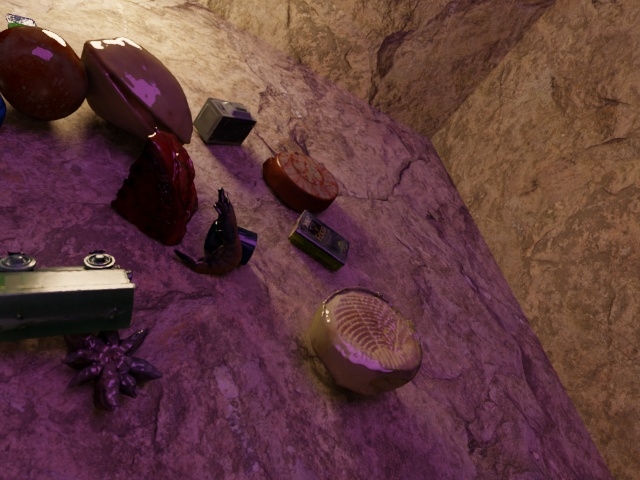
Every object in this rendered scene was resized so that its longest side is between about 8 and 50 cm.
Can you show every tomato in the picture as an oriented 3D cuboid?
[{"bbox_3d":[-0.815,-0.495,1.376,0.223,0.270,0.270,-16,54,-9],"label":"tomato"}]

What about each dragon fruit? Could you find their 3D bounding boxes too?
[{"bbox_3d":[-0.430,-0.188,1.451,0.228,0.286,0.329,35,24,-3],"label":"dragon fruit"}]

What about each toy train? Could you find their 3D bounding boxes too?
[{"bbox_3d":[-0.553,0.113,0.998,0.301,0.120,0.202,0,26,-35],"label":"toy train"}]

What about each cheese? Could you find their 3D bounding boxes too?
[{"bbox_3d":[-0.982,-0.660,1.588,0.204,0.083,0.320,-8,59,-48],"label":"cheese"}]

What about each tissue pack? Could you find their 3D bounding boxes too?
[{"bbox_3d":[0.000,0.000,1.828,0.236,0.073,0.173,36,31,-9],"label":"tissue pack"}]

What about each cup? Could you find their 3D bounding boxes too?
[{"bbox_3d":[-0.288,0.014,1.477,0.138,0.113,0.150,23,35,-23],"label":"cup"}]

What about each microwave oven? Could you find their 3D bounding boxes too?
[{"bbox_3d":[-0.391,-0.487,1.927,0.122,0.162,0.208,52,30,16],"label":"microwave oven"}]

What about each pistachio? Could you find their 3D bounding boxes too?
[{"bbox_3d":[-0.619,-0.486,1.583,0.445,0.281,0.365,50,1,-12],"label":"pistachio"}]

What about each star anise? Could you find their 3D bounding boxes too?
[{"bbox_3d":[-0.457,0.267,1.017,0.229,0.093,0.236,21,35,-27],"label":"star anise"}]

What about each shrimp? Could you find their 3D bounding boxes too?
[{"bbox_3d":[-0.339,-0.022,1.382,0.198,0.261,0.051,-9,12,-19],"label":"shrimp"}]

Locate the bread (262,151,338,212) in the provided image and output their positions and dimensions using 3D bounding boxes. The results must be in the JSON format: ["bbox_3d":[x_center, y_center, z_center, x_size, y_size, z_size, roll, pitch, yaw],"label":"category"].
[{"bbox_3d":[-0.073,-0.249,2.012,0.328,0.114,0.295,-3,52,-49],"label":"bread"}]

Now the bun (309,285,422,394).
[{"bbox_3d":[0.126,0.328,1.450,0.365,0.202,0.364,22,34,-16],"label":"bun"}]

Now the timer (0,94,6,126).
[{"bbox_3d":[-1.020,-0.374,1.183,0.309,0.115,0.340,39,32,-9],"label":"timer"}]
